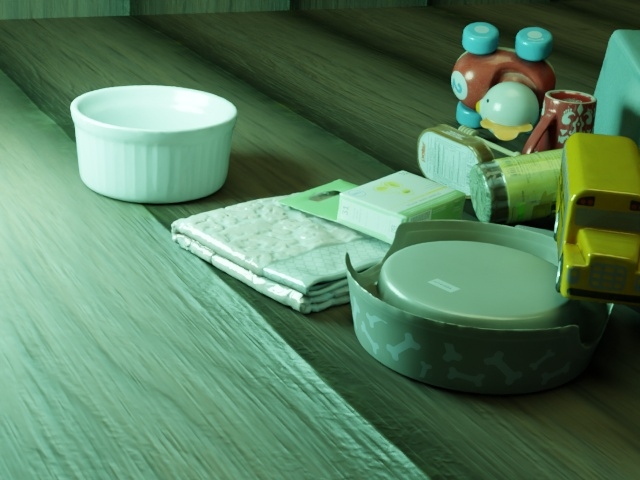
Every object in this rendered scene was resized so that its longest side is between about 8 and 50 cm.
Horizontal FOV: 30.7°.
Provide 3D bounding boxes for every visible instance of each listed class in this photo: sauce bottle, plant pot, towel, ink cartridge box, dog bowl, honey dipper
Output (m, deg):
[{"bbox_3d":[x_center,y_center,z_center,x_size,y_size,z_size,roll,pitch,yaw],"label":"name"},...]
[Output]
[{"bbox_3d":[0.422,-0.101,1.911,0.345,0.111,0.111,-10,23,-6],"label":"sauce bottle"},{"bbox_3d":[0.662,-0.217,2.153,0.248,0.247,0.252,1,39,-9],"label":"plant pot"},{"bbox_3d":[0.000,0.000,1.728,0.332,0.053,0.317,-13,27,-39],"label":"towel"},{"bbox_3d":[0.077,-0.065,1.773,0.235,0.056,0.171,23,27,32],"label":"ink cartridge box"},{"bbox_3d":[0.199,0.081,1.492,0.349,0.102,0.349,3,21,-1],"label":"dog bowl"},{"bbox_3d":[0.333,-0.188,2.293,0.030,0.030,0.161,-12,30,-36],"label":"honey dipper"}]

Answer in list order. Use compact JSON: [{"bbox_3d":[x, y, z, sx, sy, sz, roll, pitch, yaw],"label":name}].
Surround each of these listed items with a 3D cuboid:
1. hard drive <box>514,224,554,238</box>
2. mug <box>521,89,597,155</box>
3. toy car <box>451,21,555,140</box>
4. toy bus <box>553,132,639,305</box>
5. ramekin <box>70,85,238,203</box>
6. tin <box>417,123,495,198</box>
[{"bbox_3d":[0.331,0.014,1.789,0.094,0.022,0.135,11,23,17],"label":"hard drive"},{"bbox_3d":[0.430,-0.171,2.074,0.113,0.169,0.150,14,23,22],"label":"mug"},{"bbox_3d":[0.357,-0.279,2.323,0.210,0.219,0.238,8,40,9],"label":"toy car"},{"bbox_3d":[0.362,-0.031,1.491,0.108,0.130,0.332,8,21,8],"label":"toy bus"},{"bbox_3d":[-0.280,-0.163,1.971,0.277,0.135,0.277,4,22,-1],"label":"ramekin"},{"bbox_3d":[0.235,-0.139,2.042,0.040,0.106,0.190,-11,26,-32],"label":"tin"}]
